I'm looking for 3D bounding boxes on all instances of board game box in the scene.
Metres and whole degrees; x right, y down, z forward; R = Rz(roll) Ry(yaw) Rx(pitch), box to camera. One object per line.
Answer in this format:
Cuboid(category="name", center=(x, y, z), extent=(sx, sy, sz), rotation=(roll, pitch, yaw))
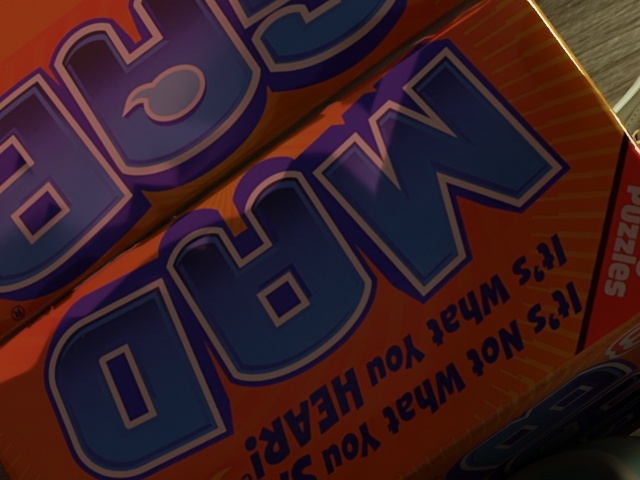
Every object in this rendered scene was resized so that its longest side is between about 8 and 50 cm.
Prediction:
Cuboid(category="board game box", center=(0.000, 0.000, 1.085), extent=(0.356, 0.356, 0.356), rotation=(-36, -17, 8))

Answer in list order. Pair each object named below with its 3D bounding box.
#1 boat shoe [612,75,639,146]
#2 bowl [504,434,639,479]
Cuboid(category="boat shoe", center=(0.252, -0.061, 1.266), extent=(0.305, 0.109, 0.091), rotation=(-57, 19, -18))
Cuboid(category="bowl", center=(0.158, 0.229, 0.979), extent=(0.311, 0.163, 0.311), rotation=(-42, 26, 26))
